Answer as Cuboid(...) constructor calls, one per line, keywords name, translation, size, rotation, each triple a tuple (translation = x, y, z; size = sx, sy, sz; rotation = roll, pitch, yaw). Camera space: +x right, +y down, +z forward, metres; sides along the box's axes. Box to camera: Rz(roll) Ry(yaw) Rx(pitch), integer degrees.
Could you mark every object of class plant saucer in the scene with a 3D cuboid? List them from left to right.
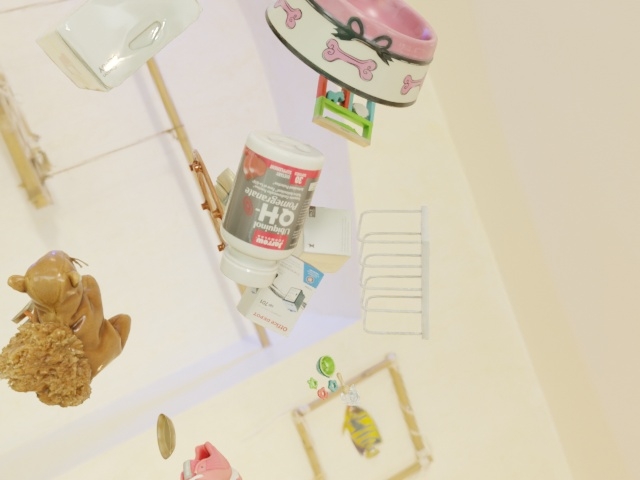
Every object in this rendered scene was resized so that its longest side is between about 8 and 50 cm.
Cuboid(name="plant saucer", translation=(-0.283, 0.360, 1.242), size=(0.083, 0.015, 0.084), rotation=(2, -87, 59))

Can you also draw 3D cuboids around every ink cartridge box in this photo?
Cuboid(name="ink cartridge box", translation=(-0.461, -0.483, 1.511), size=(0.160, 0.279, 0.384), rotation=(51, -13, -28))
Cuboid(name="ink cartridge box", translation=(-0.102, 0.128, 1.705), size=(0.139, 0.191, 0.082), rotation=(30, 0, -30))

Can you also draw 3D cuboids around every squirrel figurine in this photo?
Cuboid(name="squirrel figurine", translation=(-0.702, 0.233, 1.822), size=(0.397, 0.280, 0.371), rotation=(-91, -175, -46))

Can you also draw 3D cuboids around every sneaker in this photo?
Cuboid(name="sneaker", translation=(-0.256, 0.524, 1.373), size=(0.136, 0.115, 0.314), rotation=(63, 9, -9))

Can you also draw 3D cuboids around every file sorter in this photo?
Cuboid(name="file sorter", translation=(0.187, 0.079, 1.695), size=(0.193, 0.173, 0.278), rotation=(-74, 161, -62))

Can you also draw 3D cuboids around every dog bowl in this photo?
Cuboid(name="dog bowl", translation=(0.087, -0.485, 1.536), size=(0.408, 0.407, 0.150), rotation=(53, -54, 28))

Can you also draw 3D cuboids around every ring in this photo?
Cuboid(name="ring", translation=(-0.296, -0.084, 1.828), size=(0.336, 0.032, 0.337), rotation=(160, -90, -77))

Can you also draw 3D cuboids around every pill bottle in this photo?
Cuboid(name="pill bottle", translation=(-0.119, -0.065, 1.485), size=(0.176, 0.176, 0.319), rotation=(40, -63, 47))

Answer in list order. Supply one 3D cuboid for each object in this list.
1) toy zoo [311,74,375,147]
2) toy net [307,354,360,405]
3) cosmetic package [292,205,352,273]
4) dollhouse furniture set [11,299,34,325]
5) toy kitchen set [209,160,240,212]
Cuboid(name="toy zoo", translation=(0.078, -0.425, 1.858), size=(0.030, 0.192, 0.293), rotation=(-12, -115, 50))
Cuboid(name="toy net", translation=(0.059, 0.471, 2.157), size=(0.045, 0.122, 0.232), rotation=(-26, -58, 40))
Cuboid(name="cosmetic package", translation=(0.000, 0.000, 2.061), size=(0.184, 0.151, 0.151), rotation=(129, -36, -66))
Cuboid(name="dollhouse furniture set", translation=(-0.881, 0.357, 2.231), size=(0.262, 0.135, 0.259), rotation=(38, -19, 13))
Cuboid(name="toy kitchen set", translation=(-0.239, -0.175, 2.141), size=(0.122, 0.166, 0.207), rotation=(50, -23, 0))
